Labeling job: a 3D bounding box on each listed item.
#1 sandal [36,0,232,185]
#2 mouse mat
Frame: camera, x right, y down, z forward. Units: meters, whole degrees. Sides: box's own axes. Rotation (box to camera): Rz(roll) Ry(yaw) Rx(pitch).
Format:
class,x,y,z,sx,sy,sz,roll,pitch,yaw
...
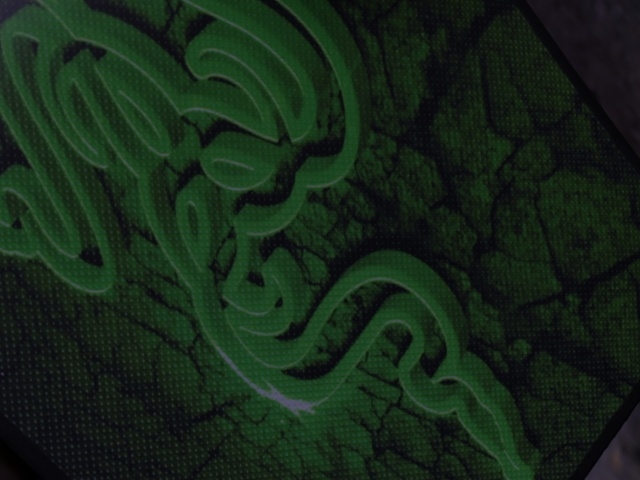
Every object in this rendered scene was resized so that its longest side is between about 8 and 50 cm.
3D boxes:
class,x,y,z,sx,sy,sz,roll,pitch,yaw
sandal,0.013,-0.088,0.418,0.219,0.060,0.090,-42,107,-41
mouse mat,0.000,0.000,0.380,0.190,0.007,0.152,49,67,-26
